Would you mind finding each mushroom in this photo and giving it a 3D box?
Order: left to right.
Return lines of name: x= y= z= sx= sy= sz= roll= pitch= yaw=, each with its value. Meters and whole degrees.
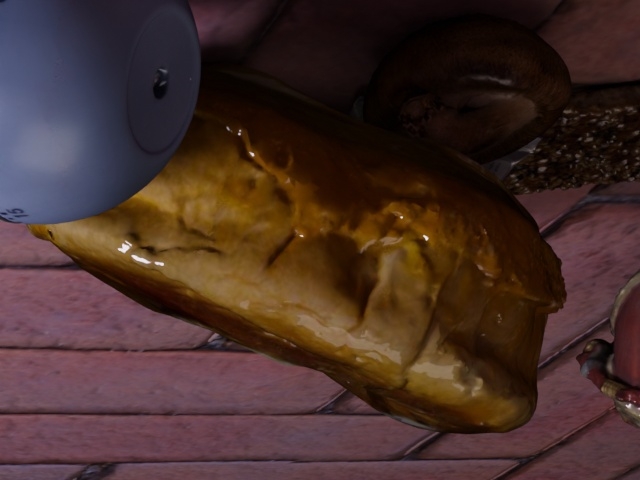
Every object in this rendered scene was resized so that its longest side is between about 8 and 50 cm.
mushroom: x=0.088 y=-0.081 z=1.112 sx=0.127 sy=0.087 sz=0.127 roll=-3 pitch=157 yaw=-1

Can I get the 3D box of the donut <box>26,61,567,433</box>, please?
donut: x=0.000 y=0.000 z=1.098 sx=0.330 sy=0.160 sz=0.330 roll=26 pitch=-178 yaw=-1

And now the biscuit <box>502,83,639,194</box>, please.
biscuit: x=0.205 y=-0.070 z=1.268 sx=0.231 sy=0.025 sz=0.131 roll=-8 pitch=158 yaw=-2

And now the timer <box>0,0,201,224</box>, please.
timer: x=-0.185 y=-0.076 z=0.931 sx=0.255 sy=0.175 sz=0.175 roll=-12 pitch=158 yaw=13

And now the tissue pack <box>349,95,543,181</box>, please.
tissue pack: x=0.058 y=-0.036 z=1.259 sx=0.122 sy=0.026 sz=0.193 roll=13 pitch=153 yaw=-10

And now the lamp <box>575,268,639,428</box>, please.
lamp: x=0.332 y=0.090 z=1.535 sx=0.223 sy=0.215 sz=0.151 roll=18 pitch=129 yaw=17
